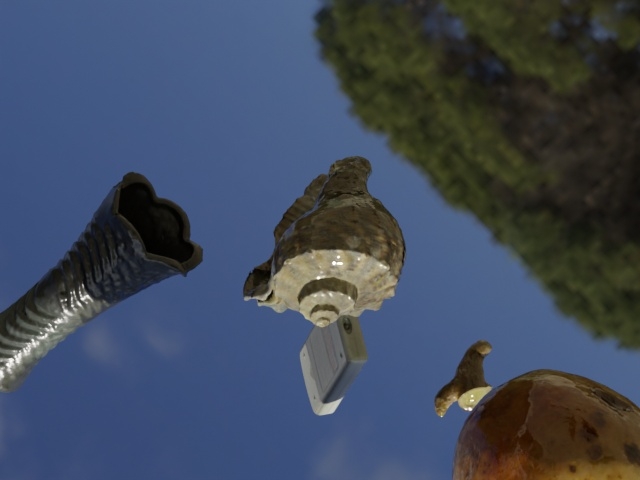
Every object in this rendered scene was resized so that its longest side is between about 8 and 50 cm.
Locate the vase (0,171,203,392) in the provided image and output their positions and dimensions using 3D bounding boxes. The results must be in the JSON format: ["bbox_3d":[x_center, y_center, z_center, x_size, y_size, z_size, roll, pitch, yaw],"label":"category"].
[{"bbox_3d":[-0.232,0.050,1.764,0.115,0.237,0.115,41,-156,-23],"label":"vase"}]

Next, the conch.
[{"bbox_3d":[0.000,0.000,1.631,0.130,0.155,0.207,61,-156,-43],"label":"conch"}]

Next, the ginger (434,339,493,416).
[{"bbox_3d":[0.162,0.154,2.028,0.048,0.097,0.030,34,174,8],"label":"ginger"}]

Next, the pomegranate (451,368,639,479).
[{"bbox_3d":[0.225,0.235,1.796,0.215,0.215,0.215,42,-163,-16],"label":"pomegranate"}]

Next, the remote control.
[{"bbox_3d":[0.013,0.128,2.083,0.029,0.190,0.087,-7,-113,-16],"label":"remote control"}]
